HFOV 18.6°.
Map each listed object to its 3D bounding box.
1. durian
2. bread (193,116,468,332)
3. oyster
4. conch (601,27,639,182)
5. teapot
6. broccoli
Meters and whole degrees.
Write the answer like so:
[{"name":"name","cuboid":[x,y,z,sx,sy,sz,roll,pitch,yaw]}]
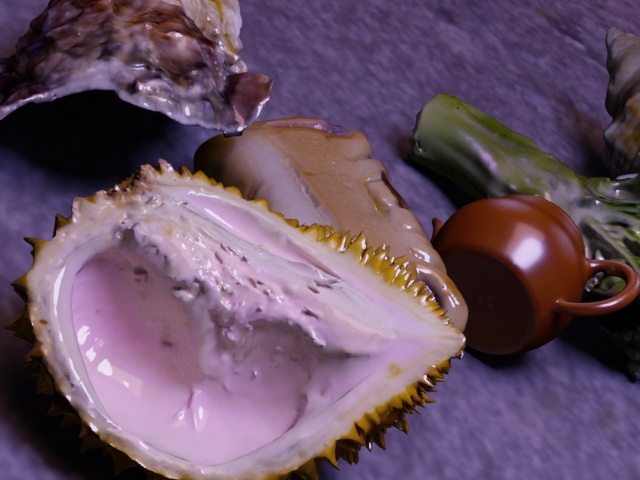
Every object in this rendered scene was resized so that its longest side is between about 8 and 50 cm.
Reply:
[{"name":"durian","cuboid":[-0.056,0.060,1.114,0.249,0.183,0.138,23,-7,-1]},{"name":"bread","cuboid":[0.000,0.000,1.301,0.134,0.081,0.225,3,38,-27]},{"name":"oyster","cuboid":[-0.133,-0.129,1.348,0.275,0.100,0.271,-2,26,-30]},{"name":"conch","cuboid":[0.321,-0.042,1.555,0.203,0.170,0.386,-15,42,-16]},{"name":"teapot","cuboid":[0.140,0.016,1.343,0.173,0.116,0.116,14,20,31]},{"name":"broccoli","cuboid":[0.187,-0.025,1.466,0.304,0.165,0.145,33,-13,32]}]
